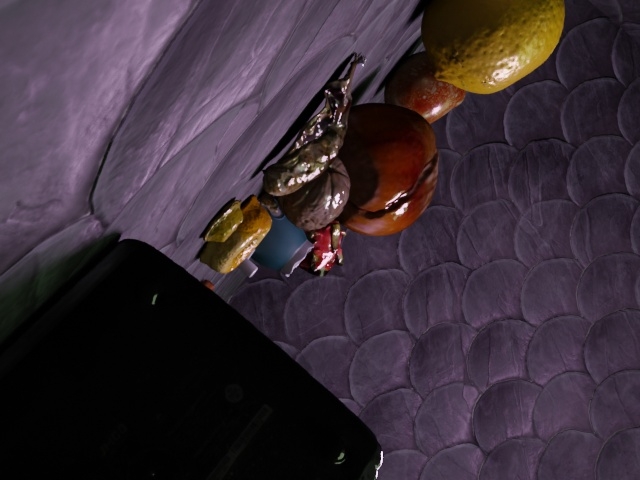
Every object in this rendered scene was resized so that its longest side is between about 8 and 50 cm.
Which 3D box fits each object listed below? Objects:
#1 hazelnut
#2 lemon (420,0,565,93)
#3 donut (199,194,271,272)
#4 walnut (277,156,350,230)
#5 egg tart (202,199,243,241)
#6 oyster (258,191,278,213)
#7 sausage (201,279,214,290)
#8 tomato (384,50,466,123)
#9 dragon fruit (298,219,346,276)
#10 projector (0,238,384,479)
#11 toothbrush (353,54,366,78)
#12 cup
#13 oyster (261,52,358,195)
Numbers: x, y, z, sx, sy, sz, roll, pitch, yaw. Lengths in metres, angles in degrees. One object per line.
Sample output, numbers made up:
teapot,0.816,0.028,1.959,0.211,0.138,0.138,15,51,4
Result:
hazelnut,0.149,-0.193,1.798,0.372,0.372,0.315,-50,-143,5
lemon,0.401,-0.508,1.590,0.336,0.336,0.336,-50,180,0
donut,-0.175,-0.006,1.452,0.174,0.074,0.190,-50,180,27
walnut,-0.021,-0.114,1.550,0.178,0.178,0.230,-50,174,-29
egg tart,-0.177,-0.031,1.274,0.105,0.039,0.105,-50,-178,2
oyster,-0.120,-0.079,1.592,0.038,0.081,0.083,-27,138,-13
sausage,-0.321,0.141,1.792,0.041,0.039,0.131,-52,178,27
tomato,0.325,-0.487,2.181,0.270,0.223,0.270,-29,-176,3
dragon fruit,0.000,0.000,1.909,0.160,0.166,0.172,-56,164,-74
projector,-0.194,0.273,0.756,0.395,0.405,0.242,-50,180,-30
toothbrush,0.032,-0.292,1.429,0.026,0.024,0.288,-66,-172,-32
cup,-0.116,0.000,1.759,0.167,0.173,0.300,-48,-179,44
oyster,0.002,-0.212,1.282,0.294,0.094,0.166,-57,168,27
